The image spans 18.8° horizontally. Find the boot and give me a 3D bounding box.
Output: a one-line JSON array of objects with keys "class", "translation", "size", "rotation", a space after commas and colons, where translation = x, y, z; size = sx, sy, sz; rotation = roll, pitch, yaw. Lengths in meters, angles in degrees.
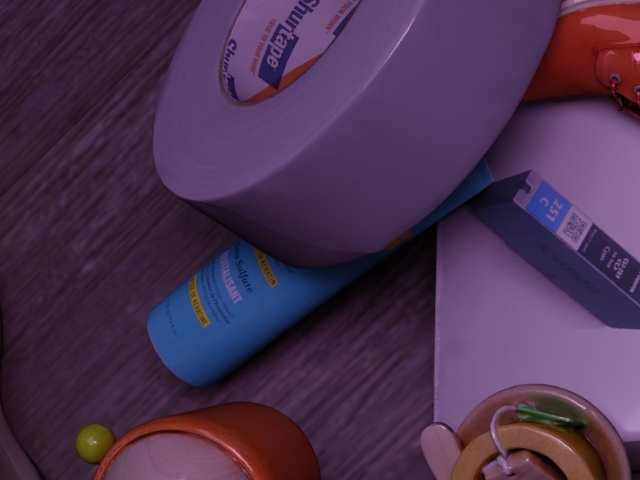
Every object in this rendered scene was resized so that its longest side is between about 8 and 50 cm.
[{"class": "boot", "translation": [0.151, -0.076, 0.901], "size": [0.158, 0.059, 0.084], "rotation": [-10, 73, 22]}]

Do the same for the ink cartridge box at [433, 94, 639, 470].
[{"class": "ink cartridge box", "translation": [0.187, -0.041, 0.941], "size": [0.261, 0.066, 0.296], "rotation": [-7, 69, 23]}]

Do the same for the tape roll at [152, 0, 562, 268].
[{"class": "tape roll", "translation": [0.015, -0.096, 0.939], "size": [0.219, 0.072, 0.219], "rotation": [-38, 33, 31]}]

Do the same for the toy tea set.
[{"class": "toy tea set", "translation": [0.038, 0.167, 0.863], "size": [0.336, 0.124, 0.200], "rotation": [-5, 97, 22]}]

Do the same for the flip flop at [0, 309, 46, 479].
[{"class": "flip flop", "translation": [-0.215, 0.105, 1.061], "size": [0.112, 0.080, 0.277], "rotation": [-22, 64, 16]}]

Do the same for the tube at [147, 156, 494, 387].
[{"class": "tube", "translation": [0.000, 0.000, 0.989], "size": [0.207, 0.052, 0.080], "rotation": [-38, 53, 24]}]
